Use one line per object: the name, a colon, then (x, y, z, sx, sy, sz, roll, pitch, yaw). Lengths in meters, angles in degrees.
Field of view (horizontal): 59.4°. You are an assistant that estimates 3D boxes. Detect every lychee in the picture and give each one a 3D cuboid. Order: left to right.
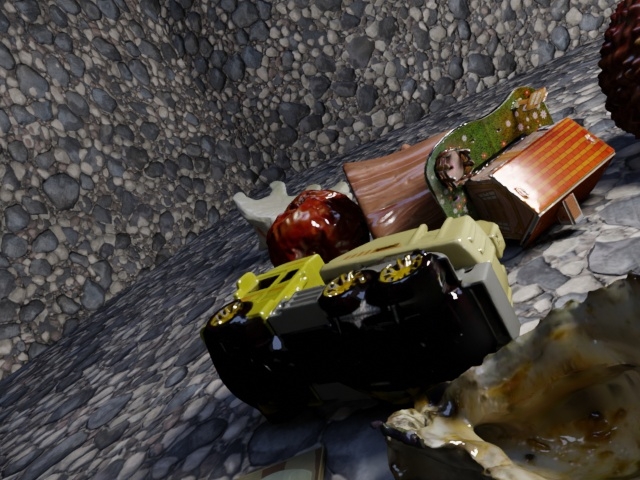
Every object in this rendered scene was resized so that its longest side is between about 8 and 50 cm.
lychee: (0.595, -0.302, 0.871, 0.330, 0.306, 0.306, -55, 7, 15)

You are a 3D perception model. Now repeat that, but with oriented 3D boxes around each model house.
model house: (0.331, -0.116, 0.879, 0.294, 0.206, 0.154, -35, 18, -22)

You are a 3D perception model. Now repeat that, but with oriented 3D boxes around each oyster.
oyster: (0.161, 0.146, 0.418, 0.337, 0.133, 0.197, -24, 25, 46)

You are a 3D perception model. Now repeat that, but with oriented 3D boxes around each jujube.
jujube: (0.000, 0.000, 1.147, 0.213, 0.212, 0.232, -26, 17, 11)

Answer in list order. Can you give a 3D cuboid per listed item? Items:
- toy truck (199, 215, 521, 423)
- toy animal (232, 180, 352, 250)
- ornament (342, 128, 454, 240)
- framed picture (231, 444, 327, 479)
toy truck: (0.050, 0.094, 0.731, 0.406, 0.180, 0.254, -18, 19, 35)
toy animal: (-0.061, -0.062, 1.654, 0.308, 0.188, 0.266, -22, 32, -21)
ornament: (0.184, -0.076, 1.029, 0.218, 0.221, 0.235, -24, 27, 7)
framed picture: (-0.063, 0.298, 0.571, 0.136, 0.010, 0.201, -26, 14, 13)
